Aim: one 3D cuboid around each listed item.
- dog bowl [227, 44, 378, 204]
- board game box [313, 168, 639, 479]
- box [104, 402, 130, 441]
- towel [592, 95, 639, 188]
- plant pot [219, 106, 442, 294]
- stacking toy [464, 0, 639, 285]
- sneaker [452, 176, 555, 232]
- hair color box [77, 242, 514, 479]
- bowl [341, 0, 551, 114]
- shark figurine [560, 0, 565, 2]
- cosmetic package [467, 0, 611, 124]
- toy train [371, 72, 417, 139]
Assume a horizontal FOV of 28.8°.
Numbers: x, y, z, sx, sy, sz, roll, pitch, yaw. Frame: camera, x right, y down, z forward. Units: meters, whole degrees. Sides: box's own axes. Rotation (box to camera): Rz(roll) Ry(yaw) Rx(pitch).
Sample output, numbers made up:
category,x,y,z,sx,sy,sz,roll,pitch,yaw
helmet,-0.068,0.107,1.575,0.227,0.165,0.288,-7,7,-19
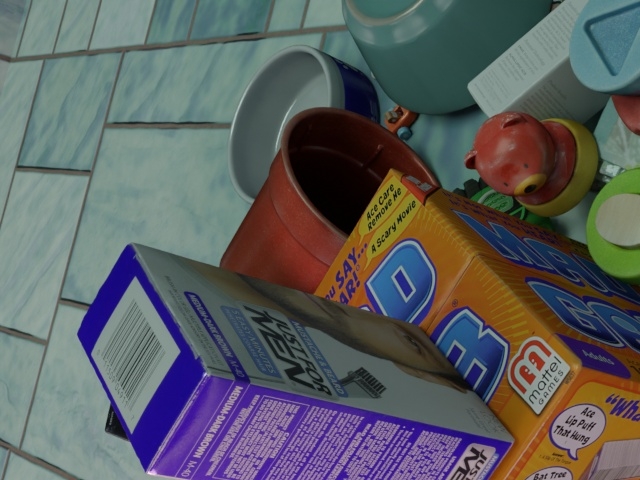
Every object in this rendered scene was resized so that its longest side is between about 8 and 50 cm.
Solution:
category,x,y,z,sx,sy,sz,roll,pitch,yaw
dog bowl,-0.031,-0.170,1.982,0.265,0.104,0.265,-23,59,45
board game box,0.195,0.199,1.347,0.356,0.356,0.356,-58,40,17
box,-0.092,0.232,1.743,0.296,0.294,0.183,7,84,52
towel,0.486,-0.177,1.360,0.320,0.090,0.375,36,105,49
plant pot,0.000,0.000,1.769,0.265,0.272,0.272,-51,42,37
stacking toy,0.319,-0.120,1.364,0.309,0.130,0.279,-54,43,23
sneaker,0.181,0.092,1.591,0.146,0.134,0.344,30,100,51
hair color box,-0.016,0.127,1.066,0.110,0.338,0.185,-57,40,16
bowl,0.150,-0.348,1.742,0.311,0.163,0.312,-17,63,36
shark figurine,0.345,-0.313,1.605,0.116,0.166,0.278,-99,20,-67
cosmetic package,0.308,-0.216,1.530,0.231,0.117,0.085,-41,45,13
toy train,0.113,-0.239,1.879,0.125,0.046,0.166,-45,45,30
